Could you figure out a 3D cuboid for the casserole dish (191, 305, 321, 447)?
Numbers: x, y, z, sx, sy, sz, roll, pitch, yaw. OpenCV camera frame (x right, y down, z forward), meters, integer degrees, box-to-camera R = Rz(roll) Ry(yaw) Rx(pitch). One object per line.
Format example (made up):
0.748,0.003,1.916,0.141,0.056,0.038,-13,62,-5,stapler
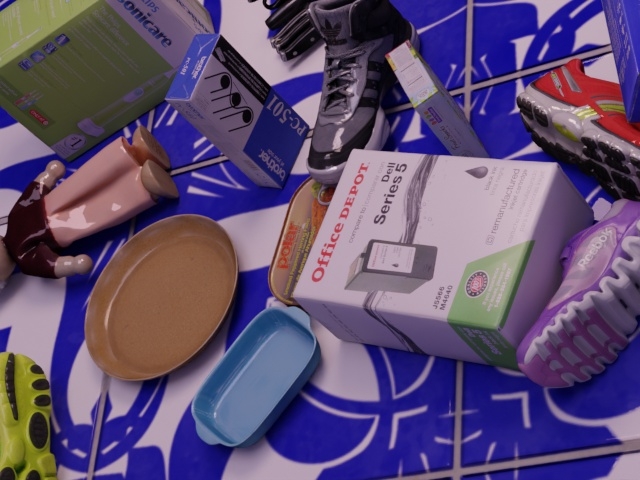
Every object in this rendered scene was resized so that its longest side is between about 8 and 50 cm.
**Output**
-0.070,0.163,1.664,0.188,0.037,0.114,-52,46,-5,casserole dish

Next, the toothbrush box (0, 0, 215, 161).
-0.315,-0.270,2.010,0.283,0.206,0.122,-30,47,16,toothbrush box

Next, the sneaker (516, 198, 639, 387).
0.279,0.046,1.463,0.236,0.095,0.104,-47,40,-8,sneaker

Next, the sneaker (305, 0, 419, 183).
0.027,-0.206,1.743,0.101,0.153,0.268,2,53,34,sneaker

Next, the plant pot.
-0.197,0.076,1.815,0.236,0.032,0.236,-17,53,24,plant pot

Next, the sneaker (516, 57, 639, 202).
0.329,-0.121,1.530,0.118,0.107,0.279,-40,48,-9,sneaker

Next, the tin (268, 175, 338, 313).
0.000,0.000,1.724,0.106,0.040,0.189,1,62,31,tin

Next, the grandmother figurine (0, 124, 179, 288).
-0.364,-0.030,1.962,0.342,0.104,0.207,-30,39,12,grandmother figurine

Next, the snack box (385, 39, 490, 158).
0.136,-0.154,1.656,0.037,0.141,0.100,-33,47,12,snack box

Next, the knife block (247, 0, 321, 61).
0.040,-0.357,1.899,0.276,0.088,0.242,-1,62,35,knife block

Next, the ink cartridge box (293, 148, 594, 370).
0.131,0.017,1.563,0.273,0.115,0.198,7,65,38,ink cartridge box

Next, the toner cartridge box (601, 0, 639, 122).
0.391,-0.279,1.549,0.165,0.075,0.347,-1,52,-1,toner cartridge box

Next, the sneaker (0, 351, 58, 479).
-0.394,0.287,1.783,0.123,0.109,0.295,-38,43,41,sneaker

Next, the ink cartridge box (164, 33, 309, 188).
-0.099,-0.158,1.780,0.046,0.207,0.097,7,66,39,ink cartridge box
